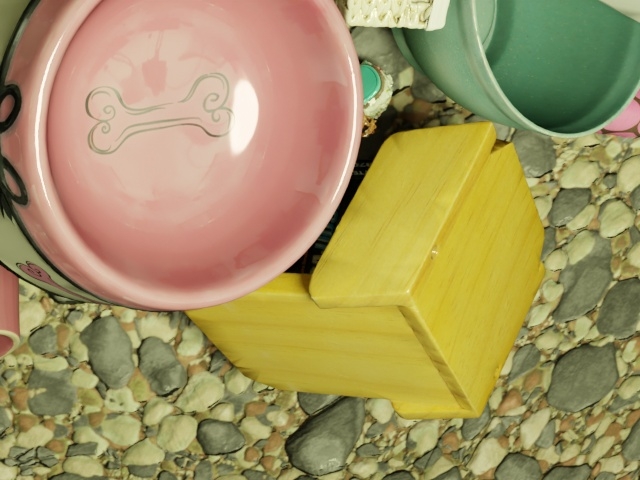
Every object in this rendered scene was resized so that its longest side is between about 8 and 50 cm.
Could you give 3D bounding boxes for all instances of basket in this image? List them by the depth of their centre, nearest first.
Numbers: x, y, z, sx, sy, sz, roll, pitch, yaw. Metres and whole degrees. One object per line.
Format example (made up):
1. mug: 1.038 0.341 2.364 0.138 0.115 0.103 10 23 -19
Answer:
1. basket: 0.052 -0.287 1.188 0.103 0.167 0.113 -7 129 -17

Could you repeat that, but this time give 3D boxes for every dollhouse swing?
1. dollhouse swing: 0.057 0.032 1.493 0.315 0.305 0.347 -62 148 -19

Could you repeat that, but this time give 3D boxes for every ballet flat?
1. ballet flat: -0.018 -0.128 1.457 0.241 0.091 0.077 -25 161 7

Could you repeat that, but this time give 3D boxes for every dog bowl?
1. dog bowl: -0.136 -0.117 1.135 0.408 0.150 0.408 -11 110 -32

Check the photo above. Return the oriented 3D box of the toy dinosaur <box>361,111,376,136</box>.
1. toy dinosaur: -0.107 -0.142 1.352 0.322 0.164 0.218 3 83 11

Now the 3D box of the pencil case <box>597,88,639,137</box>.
1. pencil case: 0.314 -0.184 1.514 0.209 0.098 0.095 6 167 -22

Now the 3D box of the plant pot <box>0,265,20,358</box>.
1. plant pot: -0.412 0.043 1.337 0.201 0.180 0.201 -17 161 -6

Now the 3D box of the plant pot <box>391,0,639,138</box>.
1. plant pot: 0.197 -0.258 1.319 0.293 0.196 0.293 -5 98 -39

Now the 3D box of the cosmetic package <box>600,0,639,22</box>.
1. cosmetic package: 0.322 -0.386 1.219 0.377 0.097 0.284 16 84 -38

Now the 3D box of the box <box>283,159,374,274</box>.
1. box: 0.000 0.000 1.566 0.175 0.051 0.220 0 125 -19
